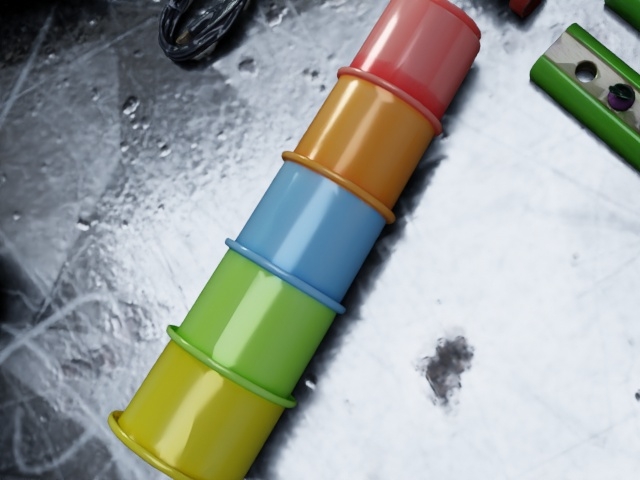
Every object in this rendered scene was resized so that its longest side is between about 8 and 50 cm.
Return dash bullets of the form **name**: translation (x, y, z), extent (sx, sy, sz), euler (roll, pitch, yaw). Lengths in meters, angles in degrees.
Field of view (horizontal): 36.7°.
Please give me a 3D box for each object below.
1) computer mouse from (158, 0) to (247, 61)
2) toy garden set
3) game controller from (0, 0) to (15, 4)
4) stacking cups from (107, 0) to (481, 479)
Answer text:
- **computer mouse**: translation (-0.006, -0.194, 0.637), extent (0.242, 0.041, 0.071), euler (-31, 79, 12)
- **toy garden set**: translation (0.216, -0.190, 0.583), extent (0.204, 0.049, 0.244), euler (44, 92, 13)
- **game controller**: translation (-0.303, -0.231, 0.691), extent (0.319, 0.067, 0.167), euler (-11, 66, 9)
- **stacking cups**: translation (0.000, 0.000, 0.581), extent (0.096, 0.096, 0.316), euler (33, 86, 13)
